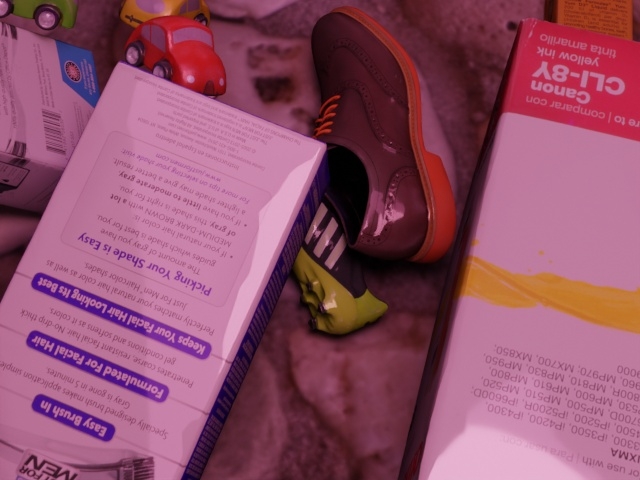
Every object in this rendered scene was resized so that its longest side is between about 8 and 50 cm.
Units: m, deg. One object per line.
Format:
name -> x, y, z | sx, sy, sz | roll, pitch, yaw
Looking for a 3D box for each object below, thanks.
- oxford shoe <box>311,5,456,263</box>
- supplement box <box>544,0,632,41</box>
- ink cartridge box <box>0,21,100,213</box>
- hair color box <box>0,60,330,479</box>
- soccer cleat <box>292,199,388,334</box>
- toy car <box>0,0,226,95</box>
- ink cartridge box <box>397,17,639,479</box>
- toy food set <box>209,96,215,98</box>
oxford shoe -> 0.032, -0.103, 1.192 | 0.098, 0.097, 0.271 | 0, 53, -30
supplement box -> 0.253, -0.194, 1.289 | 0.080, 0.078, 0.233 | 6, 63, -2
ink cartridge box -> -0.279, -0.111, 1.143 | 0.190, 0.082, 0.140 | 13, 53, -43
hair color box -> -0.140, 0.053, 1.068 | 0.185, 0.110, 0.339 | 23, 77, 7
soccer cleat -> 0.000, 0.000, 1.184 | 0.072, 0.060, 0.179 | -11, 66, -27
toy car -> -0.192, -0.205, 1.178 | 0.225, 0.053, 0.239 | 13, 22, -14
ink cartridge box -> 0.168, 0.074, 1.029 | 0.160, 0.279, 0.385 | 14, 62, 3
toy food set -> -0.124, -0.065, 1.193 | 0.128, 0.071, 0.218 | -10, 64, -10
